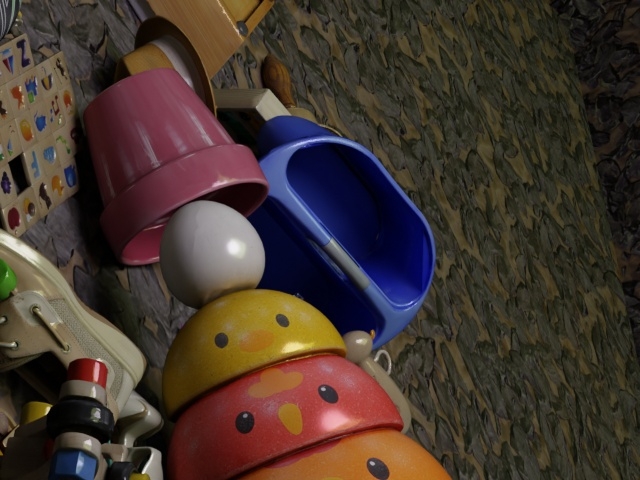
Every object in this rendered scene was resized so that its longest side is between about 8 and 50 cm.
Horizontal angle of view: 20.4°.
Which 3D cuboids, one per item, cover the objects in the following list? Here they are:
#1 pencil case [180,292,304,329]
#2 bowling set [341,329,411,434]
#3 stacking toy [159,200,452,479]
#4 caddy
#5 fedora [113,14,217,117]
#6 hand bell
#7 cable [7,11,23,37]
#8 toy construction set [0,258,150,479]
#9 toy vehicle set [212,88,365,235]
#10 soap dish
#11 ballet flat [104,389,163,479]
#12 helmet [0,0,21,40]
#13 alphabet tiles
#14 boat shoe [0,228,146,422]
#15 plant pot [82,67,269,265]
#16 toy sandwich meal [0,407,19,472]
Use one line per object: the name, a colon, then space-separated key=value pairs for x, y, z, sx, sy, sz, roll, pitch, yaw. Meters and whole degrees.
pencil case: x=-0.089 y=0.113 z=2.154 sx=0.070 sy=0.151 sz=0.064 roll=55 pitch=28 yaw=-38
bowling set: x=-0.056 y=0.217 z=2.148 sx=0.200 sy=0.287 sz=0.154 roll=22 pitch=-36 yaw=57
stacking toy: x=-0.068 y=0.178 z=1.927 sx=0.350 sy=0.350 sz=0.480 roll=7 pitch=56 yaw=-64
caddy: x=0.000 y=0.000 z=2.294 sx=0.341 sy=0.241 sz=0.179 roll=48 pitch=-3 yaw=-34
fedora: x=-0.206 y=-0.182 z=2.236 sx=0.079 sy=0.194 sz=0.194 roll=-20 pitch=85 yaw=-33
hand bell: x=-0.049 y=-0.196 z=2.645 sx=0.126 sy=0.126 sz=0.242 roll=44 pitch=18 yaw=-41
cable: x=-0.426 y=-0.341 z=2.035 sx=0.139 sy=0.072 sz=0.287 roll=9 pitch=45 yaw=-43
toy construction set: x=-0.289 y=0.178 z=1.635 sx=0.237 sy=0.257 sz=0.309 roll=61 pitch=6 yaw=-58
toy vehicle set: x=-0.060 y=-0.107 z=2.424 sx=0.267 sy=0.166 sz=0.035 roll=49 pitch=61 yaw=-34
soap dish: x=-0.188 y=-0.383 z=2.471 sx=0.291 sy=0.118 sz=0.229 roll=58 pitch=24 yaw=-15
ballet flat: x=-0.203 y=0.223 z=1.882 sx=0.083 sy=0.087 sz=0.247 roll=40 pitch=33 yaw=-47
helmet: x=-0.392 y=-0.269 z=1.848 sx=0.169 sy=0.161 sz=0.169 roll=34 pitch=38 yaw=-32
alphabet tiles: x=-0.324 y=-0.128 z=1.993 sx=0.237 sy=0.009 sz=0.198 roll=-52 pitch=132 yaw=-65
boat shoe: x=-0.302 y=0.086 z=1.786 sx=0.302 sy=0.109 sz=0.098 roll=45 pitch=51 yaw=-31
plant pot: x=-0.187 y=-0.095 z=2.098 sx=0.180 sy=0.201 sz=0.201 roll=63 pitch=22 yaw=13
toy sandwich meal: x=-0.309 y=0.198 z=1.751 sx=0.085 sy=0.029 sz=0.086 roll=47 pitch=29 yaw=-37
